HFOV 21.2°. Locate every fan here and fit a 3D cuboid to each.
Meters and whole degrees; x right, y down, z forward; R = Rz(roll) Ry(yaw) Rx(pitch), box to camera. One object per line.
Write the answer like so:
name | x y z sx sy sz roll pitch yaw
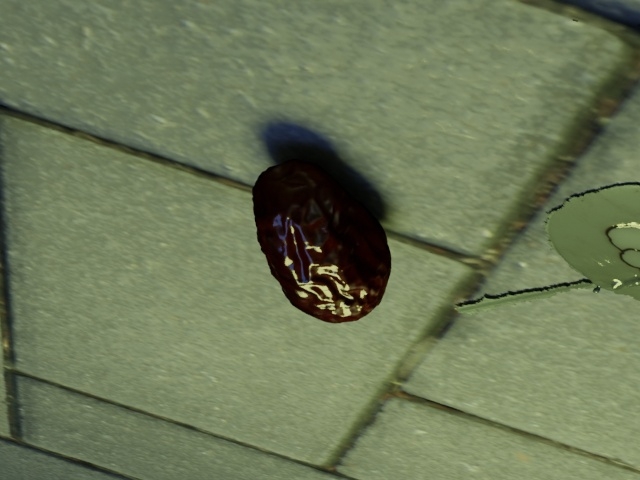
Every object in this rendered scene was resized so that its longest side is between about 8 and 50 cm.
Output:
fan | 0.183 0.026 1.041 0.190 0.009 0.329 28 156 -29

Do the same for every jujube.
jujube | 0.000 0.000 1.032 0.077 0.077 0.129 7 152 25
